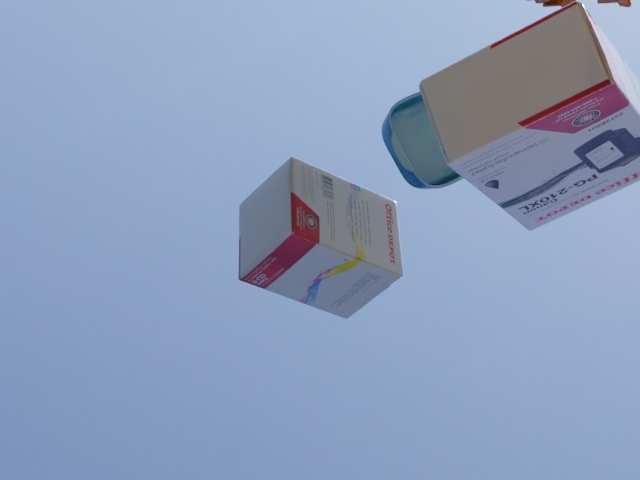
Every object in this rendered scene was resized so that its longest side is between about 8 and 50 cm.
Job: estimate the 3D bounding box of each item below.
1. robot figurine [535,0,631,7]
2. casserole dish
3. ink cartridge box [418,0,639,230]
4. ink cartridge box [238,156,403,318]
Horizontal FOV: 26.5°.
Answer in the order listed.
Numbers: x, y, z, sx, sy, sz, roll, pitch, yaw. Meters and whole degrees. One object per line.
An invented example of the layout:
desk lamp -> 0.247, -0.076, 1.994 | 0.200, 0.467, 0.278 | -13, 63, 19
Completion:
robot figurine -> 0.319, -0.412, 1.548 | 0.211, 0.085, 0.290 | 16, -88, 62
casserole dish -> 0.141, -0.122, 1.600 | 0.188, 0.037, 0.114 | -27, -93, -41
ink cartridge box -> 0.228, -0.113, 1.337 | 0.172, 0.237, 0.100 | -26, -115, 19
ink cartridge box -> 0.000, 0.000, 1.766 | 0.127, 0.176, 0.128 | -41, -142, 40
